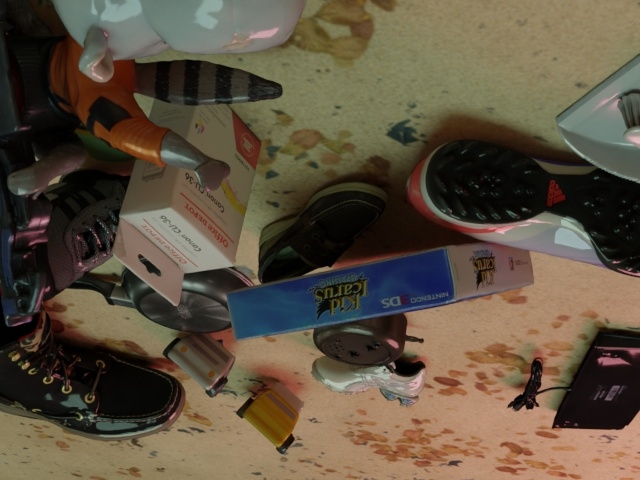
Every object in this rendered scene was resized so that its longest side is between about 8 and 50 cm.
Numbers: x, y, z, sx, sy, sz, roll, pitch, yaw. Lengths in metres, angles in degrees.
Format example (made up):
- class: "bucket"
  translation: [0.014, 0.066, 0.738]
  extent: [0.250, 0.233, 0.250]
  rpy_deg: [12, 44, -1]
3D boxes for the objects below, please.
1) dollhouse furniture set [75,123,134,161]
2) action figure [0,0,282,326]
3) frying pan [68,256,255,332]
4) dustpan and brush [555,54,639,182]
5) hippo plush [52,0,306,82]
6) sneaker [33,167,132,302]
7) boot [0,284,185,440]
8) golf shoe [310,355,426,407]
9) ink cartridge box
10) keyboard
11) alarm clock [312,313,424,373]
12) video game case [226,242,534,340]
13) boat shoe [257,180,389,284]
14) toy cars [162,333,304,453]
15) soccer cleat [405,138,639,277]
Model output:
- class: "dollhouse furniture set"
  translation: [-0.287, -0.099, 1.077]
  extent: [0.151, 0.059, 0.076]
  rpy_deg: [4, 150, 11]
- class: "action figure"
  translation: [-0.217, -0.099, 0.901]
  extent: [0.330, 0.341, 0.178]
  rpy_deg: [1, -172, 28]
- class: "frying pan"
  translation: [-0.247, 0.064, 1.358]
  extent: [0.326, 0.053, 0.197]
  rpy_deg: [13, 149, -12]
- class: "dustpan and brush"
  translation: [0.346, -0.082, 0.915]
  extent: [0.211, 0.060, 0.147]
  rpy_deg: [22, 148, -19]
- class: "hippo plush"
  translation: [-0.119, -0.213, 0.594]
  extent: [0.294, 0.234, 0.237]
  rpy_deg: [3, 117, 7]
- class: "sneaker"
  translation: [-0.228, -0.015, 1.047]
  extent: [0.153, 0.268, 0.101]
  rpy_deg: [-3, 113, 7]
- class: "boot"
  translation: [-0.418, 0.194, 1.543]
  extent: [0.377, 0.138, 0.284]
  rpy_deg: [11, 150, 9]
- class: "golf shoe"
  translation: [0.076, 0.192, 1.474]
  extent: [0.176, 0.069, 0.086]
  rpy_deg: [11, 131, -10]
- class: "ink cartridge box"
  translation: [-0.131, -0.046, 0.981]
  extent: [0.067, 0.198, 0.115]
  rpy_deg: [-9, 145, 29]
- class: "keyboard"
  translation: [0.386, 0.210, 1.427]
  extent: [0.201, 0.033, 0.317]
  rpy_deg: [1, 148, 2]
- class: "alarm clock"
  translation: [0.040, 0.123, 1.355]
  extent: [0.192, 0.064, 0.129]
  rpy_deg: [33, 143, -28]
- class: "video game case"
  translation: [0.074, 0.054, 1.100]
  extent: [0.269, 0.061, 0.244]
  rpy_deg: [-13, 177, 30]
- class: "boat shoe"
  translation: [-0.001, 0.000, 1.142]
  extent: [0.080, 0.073, 0.223]
  rpy_deg: [25, 148, -29]
- class: "toy cars"
  translation: [-0.123, 0.230, 1.549]
  extent: [0.176, 0.087, 0.394]
  rpy_deg: [33, 168, 43]
- class: "soccer cleat"
  translation: [0.243, -0.031, 1.016]
  extent: [0.318, 0.109, 0.116]
  rpy_deg: [12, 173, -12]
